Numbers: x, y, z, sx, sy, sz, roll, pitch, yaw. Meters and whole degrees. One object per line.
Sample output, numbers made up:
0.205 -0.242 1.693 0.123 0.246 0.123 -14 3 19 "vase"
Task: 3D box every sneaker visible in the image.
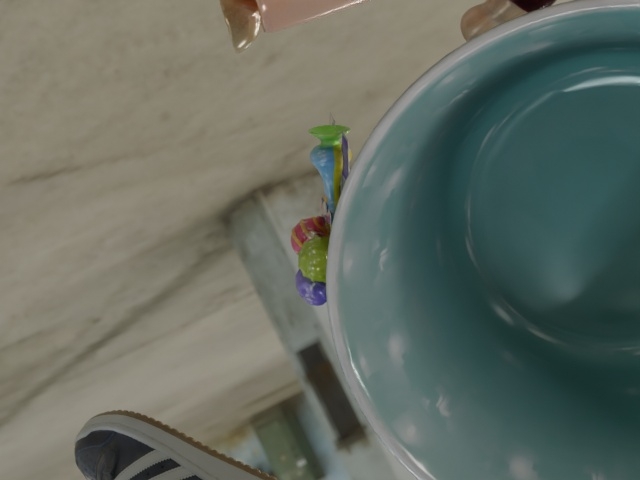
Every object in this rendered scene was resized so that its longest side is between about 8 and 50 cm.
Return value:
-0.125 0.230 1.005 0.282 0.099 0.153 14 -127 41 "sneaker"

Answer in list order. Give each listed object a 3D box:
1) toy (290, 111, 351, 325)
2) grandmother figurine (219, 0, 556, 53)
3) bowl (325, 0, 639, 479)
0.000 0.000 1.350 0.056 0.237 0.137 0 -163 -8 "toy"
0.101 -0.204 0.816 0.342 0.104 0.208 -15 142 3 "grandmother figurine"
0.167 0.004 0.761 0.311 0.312 0.163 -29 -168 18 "bowl"
